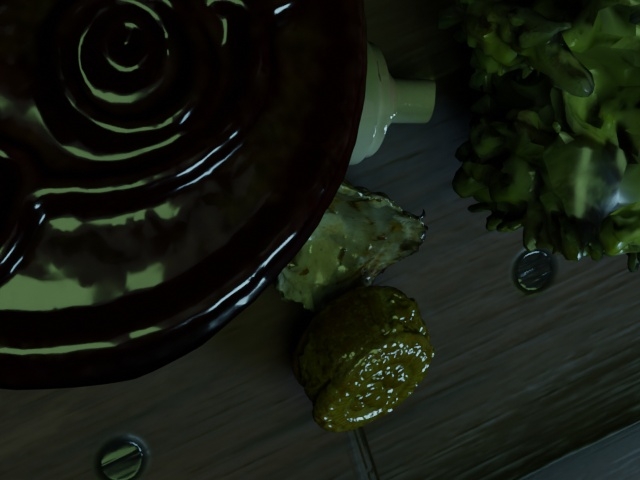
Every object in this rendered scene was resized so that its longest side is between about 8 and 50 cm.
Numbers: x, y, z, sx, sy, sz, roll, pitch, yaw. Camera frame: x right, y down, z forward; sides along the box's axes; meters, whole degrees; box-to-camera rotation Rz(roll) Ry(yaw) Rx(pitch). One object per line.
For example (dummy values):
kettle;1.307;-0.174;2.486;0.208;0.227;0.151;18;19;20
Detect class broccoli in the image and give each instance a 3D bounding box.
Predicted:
broccoli;0.236;-0.125;1.035;0.324;0.272;0.334;34;100;12

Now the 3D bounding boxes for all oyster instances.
oyster;-0.003;-0.003;1.042;0.177;0.056;0.105;15;131;-47

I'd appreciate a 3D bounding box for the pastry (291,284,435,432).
pastry;0.028;0.081;1.082;0.097;0.057;0.109;5;129;-49

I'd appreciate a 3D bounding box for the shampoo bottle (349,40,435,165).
shampoo bottle;-0.067;-0.091;0.981;0.303;0.092;0.092;-1;106;-22

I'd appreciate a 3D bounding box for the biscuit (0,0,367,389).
biscuit;-0.161;-0.120;0.851;0.407;0.091;0.407;3;81;-21
